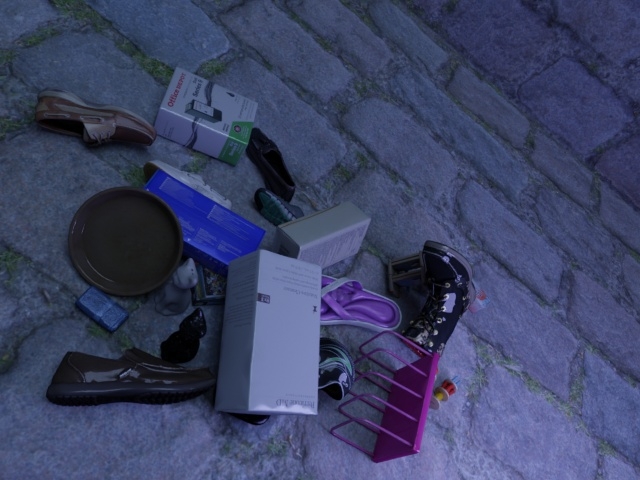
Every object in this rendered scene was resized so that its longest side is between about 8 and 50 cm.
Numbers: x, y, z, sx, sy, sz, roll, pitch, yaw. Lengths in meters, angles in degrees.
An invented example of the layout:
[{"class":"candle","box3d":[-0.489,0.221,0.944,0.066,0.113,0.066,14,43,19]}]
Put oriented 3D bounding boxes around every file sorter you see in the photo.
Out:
[{"class":"file sorter","box3d":[0.175,0.429,1.391,0.182,0.202,0.290,32,50,-9]}]

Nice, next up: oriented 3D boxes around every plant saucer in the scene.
[{"class":"plant saucer","box3d":[-0.490,0.002,1.264,0.278,0.041,0.277,-1,94,-9]}]

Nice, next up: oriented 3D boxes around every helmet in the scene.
[{"class":"helmet","box3d":[0.014,0.353,1.368,0.162,0.169,0.169,4,60,-19]}]

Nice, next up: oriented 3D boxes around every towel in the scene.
[{"class":"towel","box3d":[-0.539,0.171,1.226,0.119,0.029,0.067,40,49,-5]}]

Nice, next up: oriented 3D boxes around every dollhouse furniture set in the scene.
[{"class":"dollhouse furniture set","box3d":[0.337,0.145,1.739,0.184,0.129,0.129,40,42,-45]}]

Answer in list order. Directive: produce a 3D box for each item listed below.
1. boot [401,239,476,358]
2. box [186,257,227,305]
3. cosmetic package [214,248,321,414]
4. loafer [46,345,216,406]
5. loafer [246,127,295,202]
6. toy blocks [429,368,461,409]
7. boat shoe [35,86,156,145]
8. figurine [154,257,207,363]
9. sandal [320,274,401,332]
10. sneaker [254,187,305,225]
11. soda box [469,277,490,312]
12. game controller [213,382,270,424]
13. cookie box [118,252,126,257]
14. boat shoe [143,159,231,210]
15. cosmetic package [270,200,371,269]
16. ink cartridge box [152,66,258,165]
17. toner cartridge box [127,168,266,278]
[{"class":"boot","box3d":[0.358,0.200,1.558,0.284,0.138,0.377,-56,142,-17]},{"class":"box","box3d":[-0.299,0.068,1.424,0.159,0.044,0.233,0,62,-30]},{"class":"cosmetic package","box3d":[-0.124,0.239,1.255,0.217,0.156,0.385,17,63,-39]},{"class":"loafer","box3d":[-0.420,0.303,1.147,0.366,0.134,0.130,8,59,-27]},{"class":"loafer","box3d":[-0.159,-0.268,1.682,0.109,0.095,0.302,-13,70,-37]},{"class":"toy blocks","box3d":[0.382,0.453,1.598,0.148,0.054,0.123,-25,78,-39]},{"class":"boat shoe","box3d":[-0.640,-0.323,1.419,0.324,0.123,0.116,13,63,-17]},{"class":"figurine","box3d":[-0.337,0.172,1.229,0.092,0.209,0.215,0,62,-32]},{"class":"sandal","box3d":[0.082,0.181,1.548,0.416,0.102,0.169,13,54,-23]},{"class":"sneaker","box3d":[-0.119,-0.098,1.625,0.223,0.083,0.098,45,38,-14]},{"class":"soda box","box3d":[0.549,0.178,1.862,0.058,0.063,0.183,-30,80,-41]},{"class":"game controller","box3d":[-0.168,0.323,1.335,0.166,0.067,0.319,29,52,-14]},{"class":"cookie box","box3d":[-0.485,0.024,1.341,0.107,0.040,0.091,15,55,-24]},{"class":"boat shoe","box3d":[-0.390,-0.156,1.478,0.277,0.098,0.096,37,48,-18]},{"class":"cosmetic package","box3d":[0.000,0.000,1.557,0.309,0.160,0.113,-22,54,-41]},{"class":"ink cartridge box","box3d":[-0.372,-0.403,1.617,0.289,0.121,0.211,20,53,-19]},{"class":"toner cartridge box","box3d":[-0.342,-0.038,1.384,0.348,0.075,0.165,31,51,-10]}]
